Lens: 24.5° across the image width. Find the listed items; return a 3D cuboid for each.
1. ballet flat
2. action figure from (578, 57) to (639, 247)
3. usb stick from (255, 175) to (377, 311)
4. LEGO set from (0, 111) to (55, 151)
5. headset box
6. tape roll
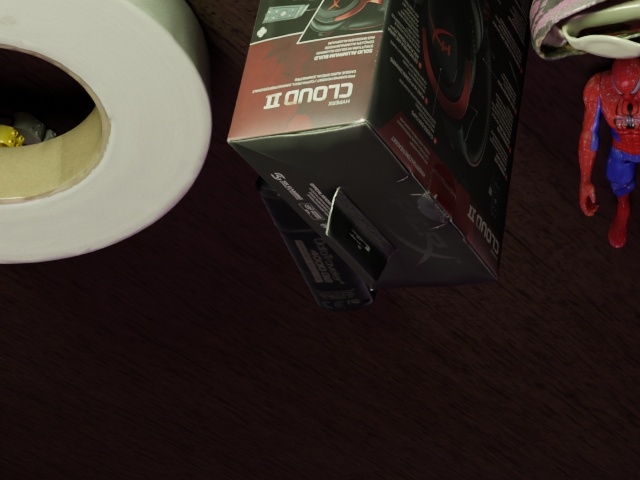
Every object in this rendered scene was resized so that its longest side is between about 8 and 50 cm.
[{"bbox_3d":[0.252,-0.170,1.054,0.221,0.079,0.077,-11,145,32],"label":"ballet flat"},{"bbox_3d":[0.275,-0.047,1.276,0.091,0.139,0.280,0,149,18],"label":"action figure"},{"bbox_3d":[0.000,0.000,1.565,0.077,0.045,0.278,-4,150,13],"label":"usb stick"},{"bbox_3d":[-0.335,-0.121,1.415,0.093,0.087,0.227,-8,149,32],"label":"LEGO set"},{"bbox_3d":[0.052,-0.116,1.044,0.110,0.293,0.218,-6,149,29],"label":"headset box"},{"bbox_3d":[-0.287,-0.123,1.289,0.392,0.072,0.392,-3,141,-2],"label":"tape roll"}]
